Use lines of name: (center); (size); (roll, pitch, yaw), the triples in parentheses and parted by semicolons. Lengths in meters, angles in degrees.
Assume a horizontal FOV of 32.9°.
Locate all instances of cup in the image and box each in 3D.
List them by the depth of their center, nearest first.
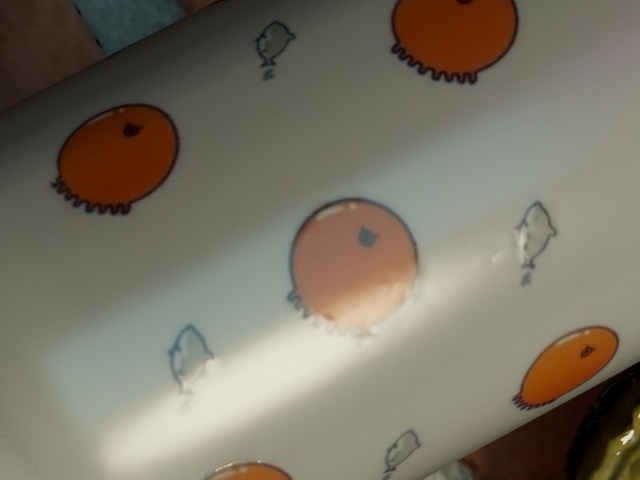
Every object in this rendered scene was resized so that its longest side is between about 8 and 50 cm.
cup: (0.000, 0.000, 0.439); (0.317, 0.212, 0.212); (-28, 96, -9)

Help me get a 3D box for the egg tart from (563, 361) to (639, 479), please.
egg tart: (0.197, 0.123, 0.517); (0.241, 0.106, 0.241); (-13, 121, -23)
